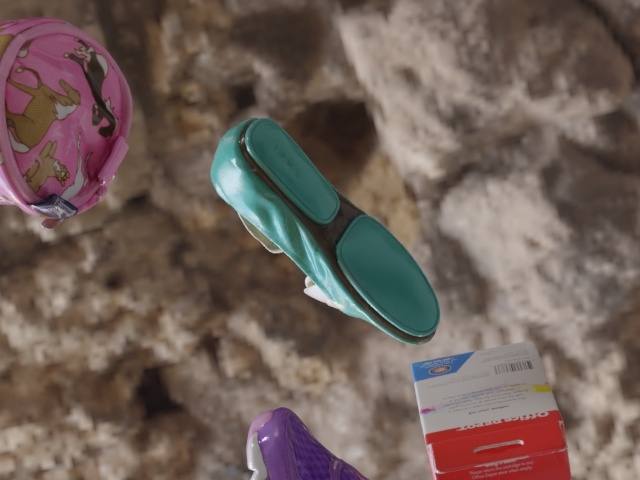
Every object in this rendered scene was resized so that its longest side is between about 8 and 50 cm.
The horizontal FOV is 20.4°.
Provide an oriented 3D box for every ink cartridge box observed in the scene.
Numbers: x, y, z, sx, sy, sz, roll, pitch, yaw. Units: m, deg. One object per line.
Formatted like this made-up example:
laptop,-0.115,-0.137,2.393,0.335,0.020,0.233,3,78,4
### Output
ink cartridge box,0.170,0.191,1.767,0.231,0.134,0.078,-95,-6,-68

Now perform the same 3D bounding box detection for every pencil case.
pencil case,-0.343,-0.085,1.453,0.160,0.386,0.167,-19,-76,-57

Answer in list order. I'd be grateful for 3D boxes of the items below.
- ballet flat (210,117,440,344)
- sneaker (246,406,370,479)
ballet flat,0.000,0.000,1.524,0.247,0.087,0.083,47,-130,-9
sneaker,0.043,0.204,1.218,0.236,0.104,0.095,55,-160,-6
